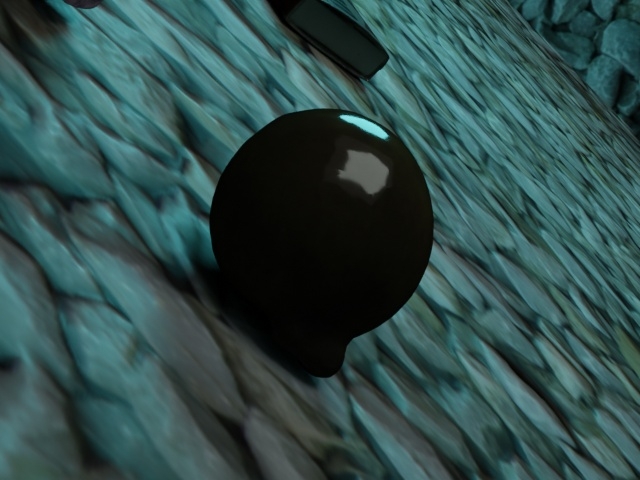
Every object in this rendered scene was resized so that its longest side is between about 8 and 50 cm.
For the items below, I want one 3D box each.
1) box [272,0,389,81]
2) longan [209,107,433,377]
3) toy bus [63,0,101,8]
[{"bbox_3d":[-0.020,-0.213,1.372,0.115,0.036,0.177,32,20,-49],"label":"box"},{"bbox_3d":[0.000,0.000,0.757,0.106,0.106,0.119,26,67,-55],"label":"longan"},{"bbox_3d":[-0.161,-0.210,0.846,0.203,0.090,0.063,49,14,2],"label":"toy bus"}]
